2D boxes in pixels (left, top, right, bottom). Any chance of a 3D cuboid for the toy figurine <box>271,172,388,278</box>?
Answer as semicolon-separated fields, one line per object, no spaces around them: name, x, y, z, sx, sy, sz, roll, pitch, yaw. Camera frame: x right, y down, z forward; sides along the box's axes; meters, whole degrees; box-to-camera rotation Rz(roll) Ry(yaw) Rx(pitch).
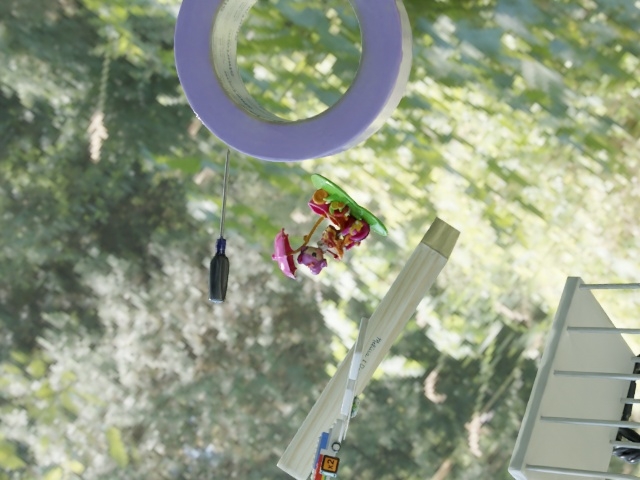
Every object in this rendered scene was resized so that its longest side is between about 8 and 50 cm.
toy figurine;0.000;0.000;1.933;0.173;0.159;0.130;34;168;34

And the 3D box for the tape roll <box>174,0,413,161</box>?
tape roll;-0.021;-0.160;0.978;0.189;0.189;0.080;38;-169;5

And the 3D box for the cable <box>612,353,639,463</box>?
cable;0.448;0.223;1.578;0.047;0.150;0.185;44;-150;-26

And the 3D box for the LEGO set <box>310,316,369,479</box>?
LEGO set;0.012;0.238;1.522;0.060;0.183;0.244;12;-143;2

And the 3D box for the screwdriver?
screwdriver;-0.106;-0.016;1.289;0.024;0.170;0.025;2;170;22

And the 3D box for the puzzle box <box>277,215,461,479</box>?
puzzle box;0.081;0.160;1.818;0.052;0.409;0.272;33;-166;3

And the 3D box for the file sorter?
file sorter;0.380;0.208;1.430;0.173;0.278;0.193;-4;141;39
